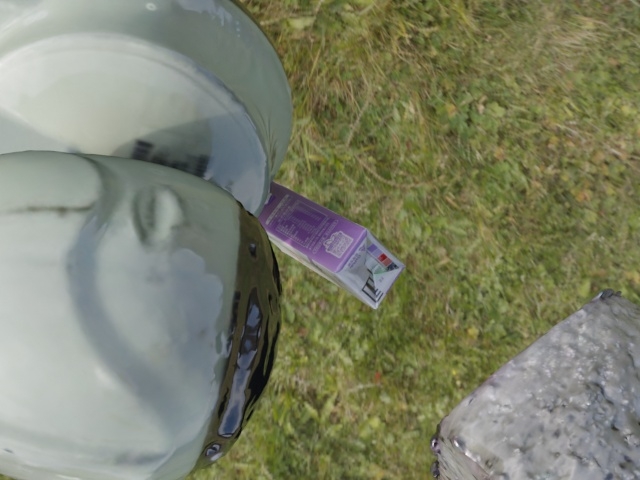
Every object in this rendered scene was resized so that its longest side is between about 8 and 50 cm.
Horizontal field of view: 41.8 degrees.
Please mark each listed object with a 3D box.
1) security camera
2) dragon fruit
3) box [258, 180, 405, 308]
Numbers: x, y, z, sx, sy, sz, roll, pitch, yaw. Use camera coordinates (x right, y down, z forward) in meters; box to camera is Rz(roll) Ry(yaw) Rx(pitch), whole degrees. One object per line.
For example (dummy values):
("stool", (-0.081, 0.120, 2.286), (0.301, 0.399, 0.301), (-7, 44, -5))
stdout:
("security camera", (-0.109, -0.006, 0.426), (0.191, 0.277, 0.197), (15, 130, -16))
("dragon fruit", (0.218, 0.190, 0.632), (0.221, 0.204, 0.283), (-37, 153, -17))
("box", (0.000, 0.000, 0.557), (0.036, 0.117, 0.050), (-52, 130, -6))
